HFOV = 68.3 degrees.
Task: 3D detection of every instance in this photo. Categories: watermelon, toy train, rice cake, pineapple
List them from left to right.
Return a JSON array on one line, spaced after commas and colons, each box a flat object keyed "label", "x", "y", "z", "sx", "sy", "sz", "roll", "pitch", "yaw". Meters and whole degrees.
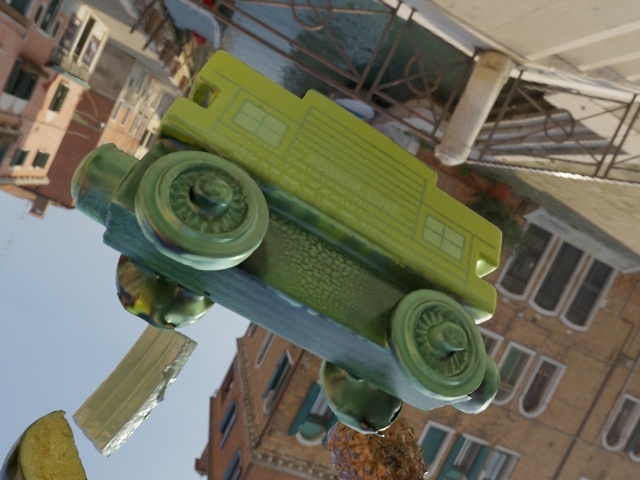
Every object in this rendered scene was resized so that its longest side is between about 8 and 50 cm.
[{"label": "watermelon", "x": -0.338, "y": 0.297, "z": 0.562, "sx": 0.181, "sy": 0.075, "sz": 0.092, "roll": 46, "pitch": -177, "yaw": 32}, {"label": "rice cake", "x": -0.336, "y": 0.260, "z": 0.862, "sx": 0.127, "sy": 0.237, "sz": 0.043, "roll": 19, "pitch": 150, "yaw": 34}, {"label": "toy train", "x": 0.000, "y": 0.000, "z": 0.487, "sx": 0.442, "sy": 0.272, "sz": 0.179, "roll": 31, "pitch": 142, "yaw": -11}, {"label": "pineapple", "x": 0.142, "y": 0.450, "z": 0.805, "sx": 0.169, "sy": 0.169, "sz": 0.340, "roll": 23, "pitch": -154, "yaw": -49}]
